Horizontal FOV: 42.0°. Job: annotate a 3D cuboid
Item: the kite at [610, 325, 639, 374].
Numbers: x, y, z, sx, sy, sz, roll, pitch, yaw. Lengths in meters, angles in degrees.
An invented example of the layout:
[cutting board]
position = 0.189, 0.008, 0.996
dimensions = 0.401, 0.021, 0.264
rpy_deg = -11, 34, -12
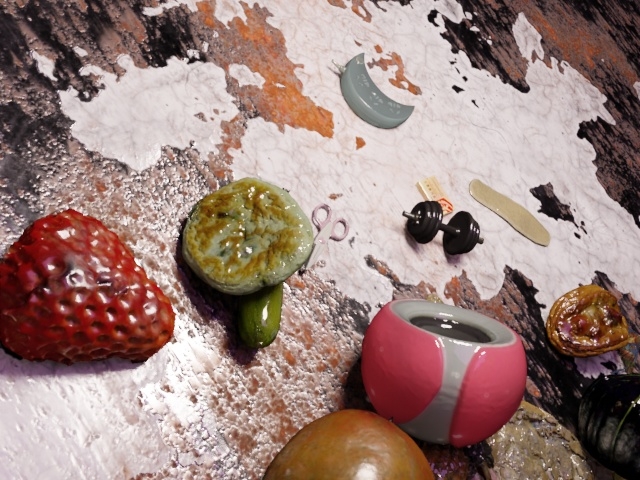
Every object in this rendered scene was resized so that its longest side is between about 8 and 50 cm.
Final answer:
[kite]
position = 0.701, 0.234, 1.966
dimensions = 0.160, 0.010, 0.183
rpy_deg = -2, 64, -32

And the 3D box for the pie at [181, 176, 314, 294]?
[pie]
position = -0.127, -0.010, 1.452
dimensions = 0.240, 0.054, 0.241
rpy_deg = -4, 57, 7

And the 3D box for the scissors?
[scissors]
position = 0.000, 0.000, 1.628
dimensions = 0.085, 0.022, 0.176
rpy_deg = 41, 46, -11

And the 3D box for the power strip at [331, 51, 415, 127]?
[power strip]
position = 0.110, -0.338, 1.882
dimensions = 0.216, 0.044, 0.137
rpy_deg = 44, 50, -5

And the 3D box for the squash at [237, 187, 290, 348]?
[squash]
position = -0.098, 0.043, 1.494
dimensions = 0.087, 0.087, 0.332
rpy_deg = 21, 57, -23

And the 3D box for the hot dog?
[hot dog]
position = 0.604, 0.184, 1.871
dimensions = 0.226, 0.099, 0.160
rpy_deg = -16, 72, -33

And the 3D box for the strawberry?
[strawberry]
position = -0.362, 0.082, 1.259
dimensions = 0.280, 0.150, 0.253
rpy_deg = 48, 49, 1

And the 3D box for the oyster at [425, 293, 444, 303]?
[oyster]
position = 0.230, 0.144, 1.688
dimensions = 0.080, 0.038, 0.083
rpy_deg = -3, 68, -33

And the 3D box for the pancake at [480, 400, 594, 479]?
[pancake]
position = 0.422, 0.442, 1.636
dimensions = 0.282, 0.049, 0.282
rpy_deg = 16, 56, -25

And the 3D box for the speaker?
[speaker]
position = 0.207, 0.219, 1.472
dimensions = 0.294, 0.294, 0.294
rpy_deg = 16, 56, -26

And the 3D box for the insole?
[insole]
position = 0.450, -0.068, 1.973
dimensions = 0.248, 0.011, 0.081
rpy_deg = 32, 51, -14

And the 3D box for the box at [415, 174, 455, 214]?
[box]
position = 0.256, -0.097, 1.859
dimensions = 0.058, 0.015, 0.093
rpy_deg = -24, 78, -38

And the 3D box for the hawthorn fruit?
[hawthorn fruit]
position = 0.055, 0.392, 1.293
dimensions = 0.268, 0.268, 0.301
rpy_deg = 47, 47, -2

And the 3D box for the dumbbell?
[dumbbell]
position = 0.261, -0.027, 1.766
dimensions = 0.208, 0.099, 0.099
rpy_deg = 18, 56, -24

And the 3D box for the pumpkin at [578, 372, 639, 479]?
[pumpkin]
position = 0.654, 0.412, 1.690
dimensions = 0.295, 0.296, 0.296
rpy_deg = 16, 56, -26

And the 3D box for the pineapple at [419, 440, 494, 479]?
[pineapple]
position = 0.240, 0.401, 1.502
dimensions = 0.197, 0.108, 0.108
rpy_deg = -11, 71, -37
